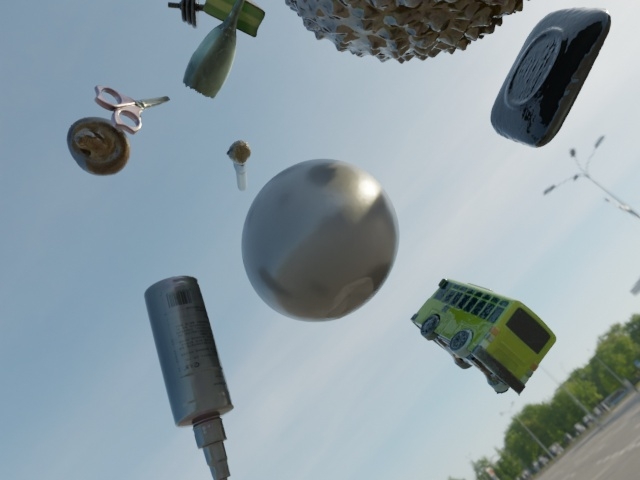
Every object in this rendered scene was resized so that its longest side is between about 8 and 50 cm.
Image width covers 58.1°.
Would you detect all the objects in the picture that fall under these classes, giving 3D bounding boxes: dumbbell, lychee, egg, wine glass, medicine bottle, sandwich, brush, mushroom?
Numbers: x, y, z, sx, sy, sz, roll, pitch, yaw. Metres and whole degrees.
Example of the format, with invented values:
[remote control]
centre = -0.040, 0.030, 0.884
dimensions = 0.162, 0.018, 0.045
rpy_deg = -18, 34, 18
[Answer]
[dumbbell]
centre = -0.270, -0.573, 1.424
dimensions = 0.208, 0.099, 0.099
rpy_deg = 2, -40, -7
[lychee]
centre = 0.113, -0.423, 0.786
dimensions = 0.380, 0.432, 0.381
rpy_deg = -29, -38, -26
[egg]
centre = 0.000, 0.000, 0.648
dimensions = 0.176, 0.176, 0.232
rpy_deg = -52, 5, 20
[wine glass]
centre = -0.266, -0.521, 1.332
dimensions = 0.096, 0.264, 0.310
rpy_deg = 4, -60, -57
[medicine bottle]
centre = -0.117, 0.132, 0.541
dimensions = 0.057, 0.199, 0.058
rpy_deg = -19, -21, -7
[sandwich]
centre = -0.198, -0.523, 1.318
dimensions = 0.074, 0.116, 0.074
rpy_deg = -21, -32, -50
[brush]
centre = -0.160, -0.137, 1.142
dimensions = 0.042, 0.039, 0.299
rpy_deg = -54, 1, -13
[mushroom]
centre = -0.441, -0.187, 1.145
dimensions = 0.085, 0.126, 0.109
rpy_deg = -27, -3, 43

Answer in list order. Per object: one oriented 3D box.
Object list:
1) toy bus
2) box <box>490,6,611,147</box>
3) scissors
[toy bus]
centre = 0.194, 0.109, 0.710
dimensions = 0.101, 0.088, 0.175
rpy_deg = -51, 15, -5
[box]
centre = 0.337, -0.248, 0.863
dimensions = 0.042, 0.201, 0.213
rpy_deg = 22, -76, -14
[scissors]
centre = -0.358, -0.266, 1.134
dimensions = 0.021, 0.110, 0.212
rpy_deg = -36, 6, 24
